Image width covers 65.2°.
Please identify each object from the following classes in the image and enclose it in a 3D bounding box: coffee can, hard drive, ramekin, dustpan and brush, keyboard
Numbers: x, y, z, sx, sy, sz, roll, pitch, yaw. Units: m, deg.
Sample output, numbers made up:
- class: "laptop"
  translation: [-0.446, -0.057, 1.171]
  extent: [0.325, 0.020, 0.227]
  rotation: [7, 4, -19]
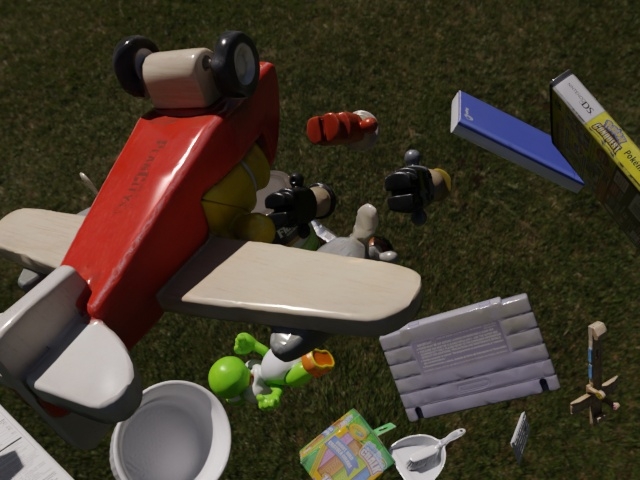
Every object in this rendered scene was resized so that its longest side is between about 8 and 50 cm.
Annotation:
- class: "coffee can"
  translation: [-0.121, -0.024, 1.378]
  extent: [0.202, 0.275, 0.201]
  rotation: [-14, 43, 13]
- class: "hard drive"
  translation: [0.464, -0.242, 1.194]
  extent: [0.319, 0.040, 0.210]
  rotation: [25, 37, -3]
- class: "ramekin"
  translation: [-0.369, 0.492, 1.209]
  extent: [0.277, 0.135, 0.277]
  rotation: [17, 56, -27]
- class: "dustpan and brush"
  translation: [0.307, 0.575, 1.368]
  extent: [0.211, 0.060, 0.147]
  rotation: [-16, 34, -20]
- class: "keyboard"
  translation: [0.683, 0.665, 1.696]
  extent: [0.014, 0.256, 0.072]
  rotation: [-25, 83, 30]

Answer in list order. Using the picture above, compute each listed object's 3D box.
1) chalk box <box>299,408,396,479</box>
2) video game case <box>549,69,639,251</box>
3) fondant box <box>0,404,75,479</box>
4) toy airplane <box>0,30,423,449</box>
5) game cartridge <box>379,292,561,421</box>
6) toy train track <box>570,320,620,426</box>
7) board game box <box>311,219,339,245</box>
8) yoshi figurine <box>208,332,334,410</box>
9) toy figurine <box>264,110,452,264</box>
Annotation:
- class: "chalk box"
  translation: [0.074, 0.471, 1.125]
  extent: [0.213, 0.132, 0.132]
  rotation: [-36, 81, -12]
- class: "video game case"
  translation: [0.438, -0.106, 0.759]
  extent: [0.035, 0.275, 0.248]
  rotation: [-35, 69, 17]
- class: "fondant box"
  translation: [-0.469, 0.426, 0.809]
  extent: [0.330, 0.238, 0.096]
  rotation: [15, 35, 38]
- class: "toy airplane"
  translation: [-0.144, 0.017, 0.504]
  extent: [0.384, 0.272, 0.386]
  rotation: [-32, 56, 0]
- class: "game cartridge"
  translation: [0.338, 0.273, 1.168]
  extent: [0.355, 0.068, 0.230]
  rotation: [-20, 86, 20]
- class: "toy train track"
  translation: [0.196, 0.096, 0.347]
  extent: [0.048, 0.083, 0.014]
  rotation: [-20, 21, -20]
- class: "board game box"
  translation: [0.000, 0.000, 1.715]
  extent: [0.042, 0.165, 0.243]
  rotation: [-42, 52, -15]
- class: "yoshi figurine"
  translation: [-0.156, 0.336, 1.313]
  extent: [0.362, 0.203, 0.203]
  rotation: [-35, 97, 27]
- class: "toy figurine"
  translation: [0.053, -0.064, 0.719]
  extent: [0.209, 0.148, 0.213]
  rotation: [40, 116, 18]
